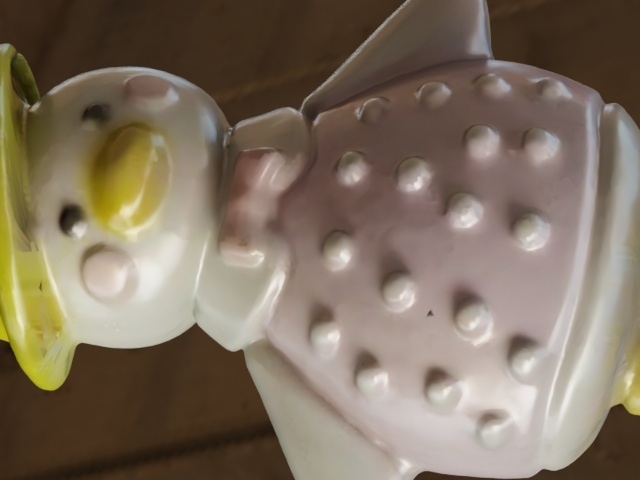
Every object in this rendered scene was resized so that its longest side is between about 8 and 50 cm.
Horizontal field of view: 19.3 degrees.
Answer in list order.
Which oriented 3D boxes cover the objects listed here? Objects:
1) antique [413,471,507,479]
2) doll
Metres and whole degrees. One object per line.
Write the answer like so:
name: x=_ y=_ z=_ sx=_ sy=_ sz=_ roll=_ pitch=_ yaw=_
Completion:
antique: x=0.033 y=0.245 z=1.013 sx=0.093 sy=0.310 sz=0.087 roll=24 pitch=-137 yaw=26
doll: x=0.000 y=0.000 z=0.400 sx=0.207 sy=0.081 sz=0.129 roll=9 pitch=-101 yaw=8
